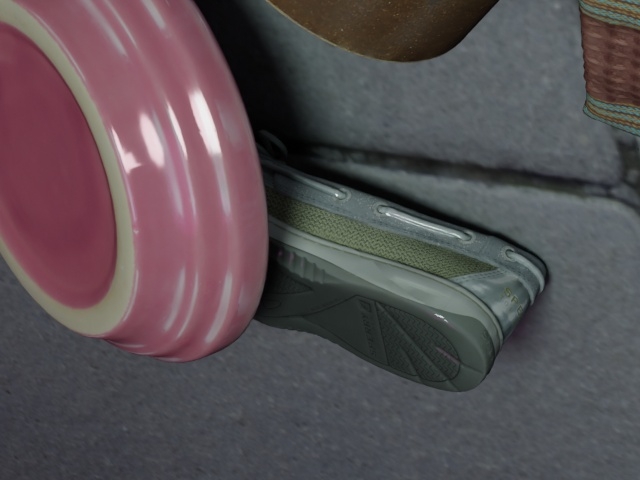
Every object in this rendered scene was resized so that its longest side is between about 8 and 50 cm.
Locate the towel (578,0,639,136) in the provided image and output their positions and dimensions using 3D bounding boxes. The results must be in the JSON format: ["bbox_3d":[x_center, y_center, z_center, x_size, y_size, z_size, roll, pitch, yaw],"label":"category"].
[{"bbox_3d":[0.301,-0.044,1.019,0.370,0.040,0.271,25,167,17],"label":"towel"}]

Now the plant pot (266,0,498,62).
[{"bbox_3d":[0.073,-0.237,0.965,0.215,0.215,0.230,45,132,-10],"label":"plant pot"}]

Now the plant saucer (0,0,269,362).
[{"bbox_3d":[-0.163,-0.063,1.365,0.332,0.084,0.332,36,139,41],"label":"plant saucer"}]

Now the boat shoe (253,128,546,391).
[{"bbox_3d":[0.001,-0.001,1.394,0.320,0.103,0.118,23,145,29],"label":"boat shoe"}]
